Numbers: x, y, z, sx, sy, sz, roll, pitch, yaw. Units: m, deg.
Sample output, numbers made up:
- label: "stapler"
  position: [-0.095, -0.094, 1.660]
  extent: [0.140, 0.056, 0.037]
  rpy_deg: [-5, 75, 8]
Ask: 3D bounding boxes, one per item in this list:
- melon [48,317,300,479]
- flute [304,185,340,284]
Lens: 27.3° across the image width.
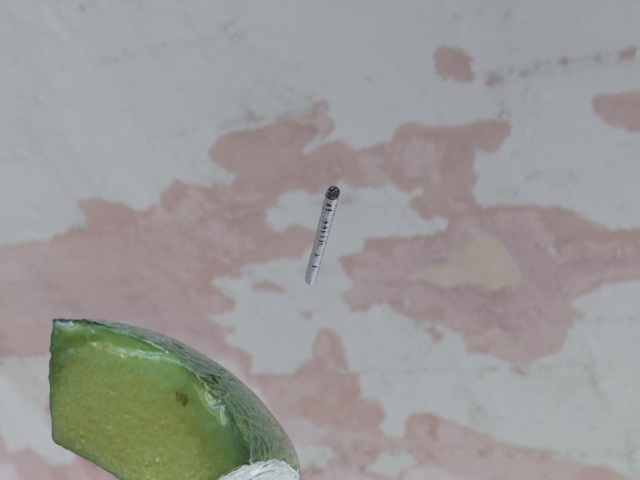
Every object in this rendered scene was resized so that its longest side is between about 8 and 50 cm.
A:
- label: "melon"
  position: [-0.104, 0.170, 1.110]
  extent: [0.196, 0.124, 0.323]
  rpy_deg: [34, -9, 21]
- label: "flute"
  position: [0.000, 0.000, 1.175]
  extent: [0.014, 0.014, 0.269]
  rpy_deg: [24, -17, 2]
